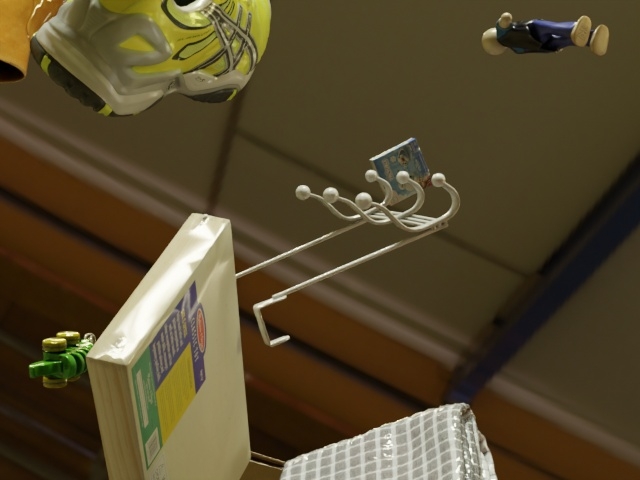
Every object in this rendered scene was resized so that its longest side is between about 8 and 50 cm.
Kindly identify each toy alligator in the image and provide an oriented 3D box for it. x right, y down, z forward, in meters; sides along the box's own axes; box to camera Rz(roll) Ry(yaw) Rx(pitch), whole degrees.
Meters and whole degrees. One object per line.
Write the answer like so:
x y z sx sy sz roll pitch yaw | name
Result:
-0.293 0.140 1.672 0.051 0.056 0.189 4 8 14 | toy alligator

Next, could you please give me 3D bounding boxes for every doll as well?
0.287 -0.273 1.840 0.129 0.046 0.189 17 -6 -38 | doll

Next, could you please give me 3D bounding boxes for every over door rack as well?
0.000 0.000 1.852 0.108 0.324 0.239 59 -16 -15 | over door rack

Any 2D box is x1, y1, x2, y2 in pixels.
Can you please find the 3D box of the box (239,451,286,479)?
-0.107 0.442 2.424 0.164 0.021 0.201 12 -44 22 | box

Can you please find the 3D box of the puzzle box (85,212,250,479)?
-0.168 0.205 1.637 0.052 0.272 0.409 12 -51 18 | puzzle box

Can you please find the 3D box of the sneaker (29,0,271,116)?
-0.121 -0.223 1.335 0.145 0.384 0.147 42 -65 2 | sneaker

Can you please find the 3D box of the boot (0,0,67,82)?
-0.468 -0.328 2.159 0.295 0.211 0.104 2 -40 -25 | boot

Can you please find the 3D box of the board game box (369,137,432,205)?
0.144 -0.121 2.434 0.090 0.090 0.020 66 -13 -15 | board game box

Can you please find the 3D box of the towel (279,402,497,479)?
0.072 0.311 1.462 0.235 0.284 0.121 -21 -60 13 | towel
